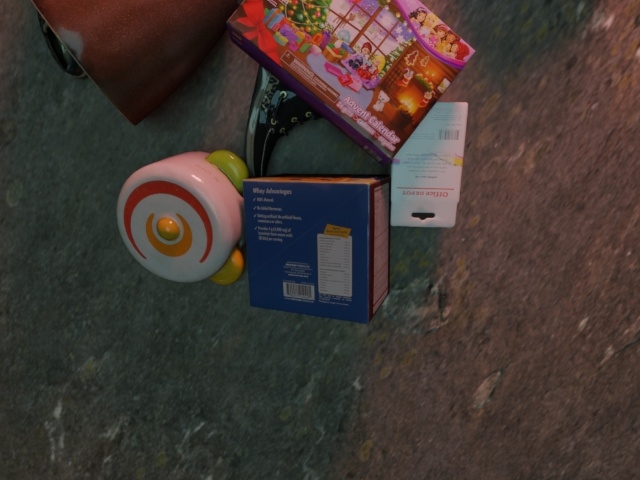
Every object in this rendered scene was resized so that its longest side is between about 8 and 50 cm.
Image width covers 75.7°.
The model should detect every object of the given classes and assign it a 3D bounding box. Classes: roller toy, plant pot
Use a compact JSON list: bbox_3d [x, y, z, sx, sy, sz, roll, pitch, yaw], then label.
[{"bbox_3d":[-0.211,-0.035,0.658,0.191,0.146,0.209,3,112,12],"label":"roller toy"},{"bbox_3d":[-0.242,-0.322,0.595,0.230,0.215,0.215,-36,100,-7],"label":"plant pot"}]

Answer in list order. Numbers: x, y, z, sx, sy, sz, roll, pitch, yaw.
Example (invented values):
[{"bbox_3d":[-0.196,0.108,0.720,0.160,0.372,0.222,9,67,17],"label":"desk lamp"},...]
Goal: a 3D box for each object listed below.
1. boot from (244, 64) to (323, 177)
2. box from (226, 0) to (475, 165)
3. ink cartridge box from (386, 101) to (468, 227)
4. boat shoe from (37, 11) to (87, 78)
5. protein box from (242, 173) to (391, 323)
[{"bbox_3d":[-0.020,-0.199,0.664,0.178,0.085,0.237,13,104,-5],"label":"boot"},{"bbox_3d":[0.045,-0.280,0.590,0.293,0.057,0.201,38,87,-6],"label":"box"},{"bbox_3d":[0.170,-0.124,0.685,0.115,0.067,0.198,2,102,1],"label":"ink cartridge box"},{"bbox_3d":[-0.416,-0.340,0.656,0.056,0.049,0.152,-20,101,6],"label":"boat shoe"},{"bbox_3d":[0.000,0.000,0.652,0.199,0.136,0.201,4,104,21],"label":"protein box"}]
